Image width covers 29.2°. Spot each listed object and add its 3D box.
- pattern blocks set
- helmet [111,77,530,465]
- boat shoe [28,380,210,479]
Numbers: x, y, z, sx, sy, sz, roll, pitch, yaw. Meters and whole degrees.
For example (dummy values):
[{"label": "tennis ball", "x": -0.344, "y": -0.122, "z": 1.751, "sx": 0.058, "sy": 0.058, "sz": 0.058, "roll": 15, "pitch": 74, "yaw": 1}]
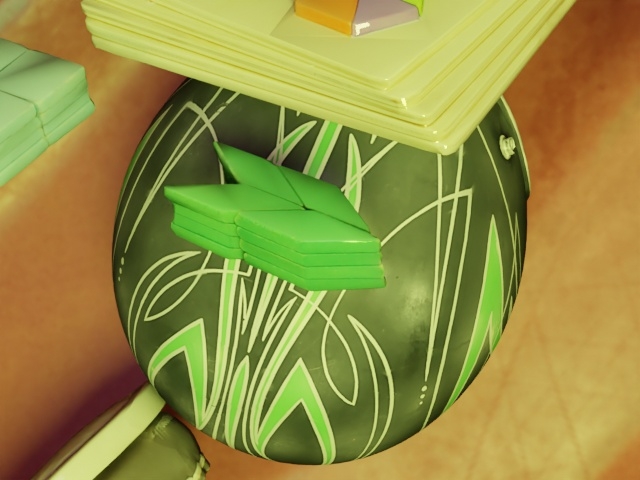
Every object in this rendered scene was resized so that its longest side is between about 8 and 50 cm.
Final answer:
[{"label": "pattern blocks set", "x": 0.023, "y": -0.107, "z": 0.428, "sx": 0.285, "sy": 0.026, "sz": 0.325, "roll": 13, "pitch": 45, "yaw": 18}, {"label": "helmet", "x": 0.000, "y": 0.000, "z": 0.464, "sx": 0.169, "sy": 0.161, "sz": 0.169, "roll": 0, "pitch": 87, "yaw": 6}, {"label": "boat shoe", "x": -0.142, "y": 0.201, "z": 0.496, "sx": 0.096, "sy": 0.116, "sz": 0.324, "roll": 40, "pitch": 95, "yaw": 2}]
